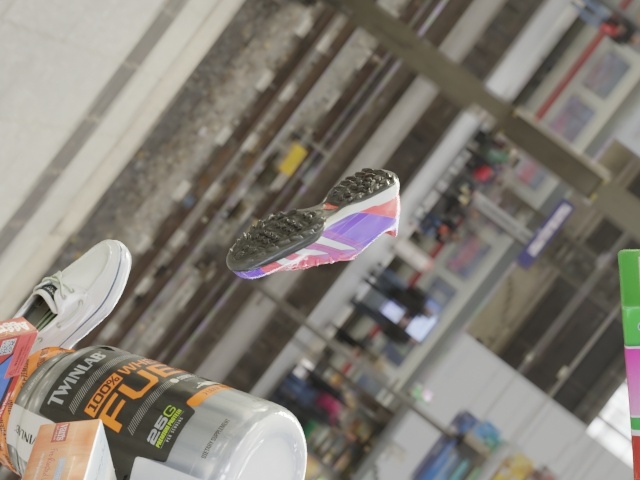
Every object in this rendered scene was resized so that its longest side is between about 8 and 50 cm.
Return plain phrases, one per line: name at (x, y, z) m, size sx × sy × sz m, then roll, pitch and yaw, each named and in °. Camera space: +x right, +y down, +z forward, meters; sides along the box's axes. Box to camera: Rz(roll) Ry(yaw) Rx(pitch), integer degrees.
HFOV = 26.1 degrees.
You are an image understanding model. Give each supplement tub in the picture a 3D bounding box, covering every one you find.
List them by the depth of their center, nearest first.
supplement tub at (-0.191, 0.230, 1.506) m, size 0.193 × 0.316 × 0.194 m, roll -36°, pitch 133°, yaw -50°

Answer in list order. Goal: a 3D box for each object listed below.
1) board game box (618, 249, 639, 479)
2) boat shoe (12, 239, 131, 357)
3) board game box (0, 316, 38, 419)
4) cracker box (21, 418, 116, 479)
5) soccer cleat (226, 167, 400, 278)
board game box at (0.363, 0.137, 1.080) m, size 0.064 × 0.242 × 0.317 m, roll -79°, pitch 160°, yaw -47°
boat shoe at (-0.319, 0.082, 1.697) m, size 0.226 × 0.083 × 0.076 m, roll -57°, pitch 141°, yaw -19°
board game box at (-0.353, 0.197, 1.211) m, size 0.145 × 0.027 × 0.281 m, roll -9°, pitch 131°, yaw -56°
cracker box at (-0.227, 0.308, 1.308) m, size 0.156 × 0.067 × 0.232 m, roll -86°, pitch 170°, yaw -62°
soccer cleat at (0.000, 0.000, 2.090) m, size 0.318 × 0.108 × 0.116 m, roll -29°, pitch 123°, yaw -31°
